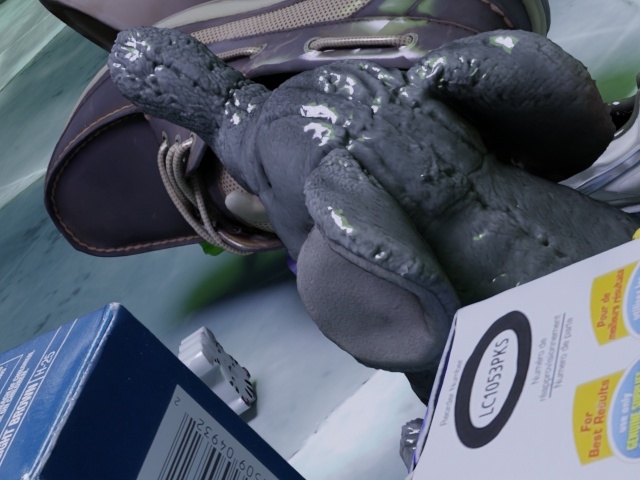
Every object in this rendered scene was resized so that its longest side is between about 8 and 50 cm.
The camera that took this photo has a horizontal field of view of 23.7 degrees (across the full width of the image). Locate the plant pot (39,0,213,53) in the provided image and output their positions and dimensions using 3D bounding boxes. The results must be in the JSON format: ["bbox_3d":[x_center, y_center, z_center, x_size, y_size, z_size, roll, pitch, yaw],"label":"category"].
[{"bbox_3d":[-0.088,-0.275,1.256,0.280,0.323,0.323,-61,25,-3],"label":"plant pot"}]

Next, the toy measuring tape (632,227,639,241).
[{"bbox_3d":[0.231,-0.073,0.543,0.330,0.121,0.121,-37,22,-12],"label":"toy measuring tape"}]

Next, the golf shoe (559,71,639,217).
[{"bbox_3d":[0.104,-0.035,0.739,0.176,0.086,0.069,-18,36,27],"label":"golf shoe"}]

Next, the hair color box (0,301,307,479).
[{"bbox_3d":[-0.171,0.168,0.731,0.347,0.174,0.105,-24,31,37],"label":"hair color box"}]

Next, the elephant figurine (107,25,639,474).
[{"bbox_3d":[0.042,-0.008,0.621,0.186,0.239,0.169,-32,25,21],"label":"elephant figurine"}]

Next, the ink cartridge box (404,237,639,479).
[{"bbox_3d":[0.152,0.105,0.368,0.395,0.151,0.270,-23,29,33],"label":"ink cartridge box"}]

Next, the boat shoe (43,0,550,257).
[{"bbox_3d":[-0.040,-0.066,0.867,0.355,0.132,0.130,-25,25,34],"label":"boat shoe"}]

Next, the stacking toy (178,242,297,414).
[{"bbox_3d":[0.000,0.000,0.921,0.167,0.052,0.221,-34,23,14],"label":"stacking toy"}]
